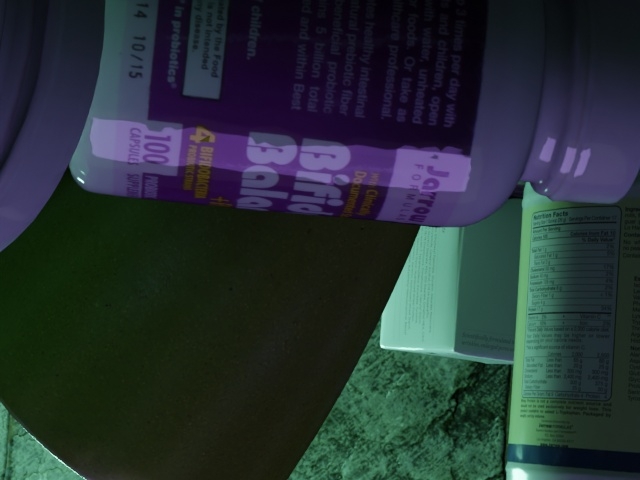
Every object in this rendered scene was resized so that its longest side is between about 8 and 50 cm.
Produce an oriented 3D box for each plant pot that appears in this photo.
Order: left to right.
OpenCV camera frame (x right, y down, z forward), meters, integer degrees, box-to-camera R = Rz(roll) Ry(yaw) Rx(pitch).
[{"bbox_3d":[-0.053,-0.004,1.099,0.275,0.293,0.275,35,-161,-14],"label":"plant pot"}]

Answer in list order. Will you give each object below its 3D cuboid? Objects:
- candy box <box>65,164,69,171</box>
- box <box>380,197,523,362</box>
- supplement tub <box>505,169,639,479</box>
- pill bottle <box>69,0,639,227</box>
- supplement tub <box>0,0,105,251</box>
[{"bbox_3d":[-0.200,-0.069,1.328,0.109,0.053,0.187,-35,166,35],"label":"candy box"},{"bbox_3d":[0.176,0.045,1.812,0.181,0.181,0.119,11,171,-40],"label":"box"},{"bbox_3d":[0.268,0.052,1.246,0.235,0.324,0.235,4,173,1],"label":"supplement tub"},{"bbox_3d":[0.021,-0.094,0.877,0.302,0.169,0.169,5,173,-5],"label":"pill bottle"},{"bbox_3d":[-0.281,-0.109,0.661,0.241,0.241,0.331,-3,170,45],"label":"supplement tub"}]
